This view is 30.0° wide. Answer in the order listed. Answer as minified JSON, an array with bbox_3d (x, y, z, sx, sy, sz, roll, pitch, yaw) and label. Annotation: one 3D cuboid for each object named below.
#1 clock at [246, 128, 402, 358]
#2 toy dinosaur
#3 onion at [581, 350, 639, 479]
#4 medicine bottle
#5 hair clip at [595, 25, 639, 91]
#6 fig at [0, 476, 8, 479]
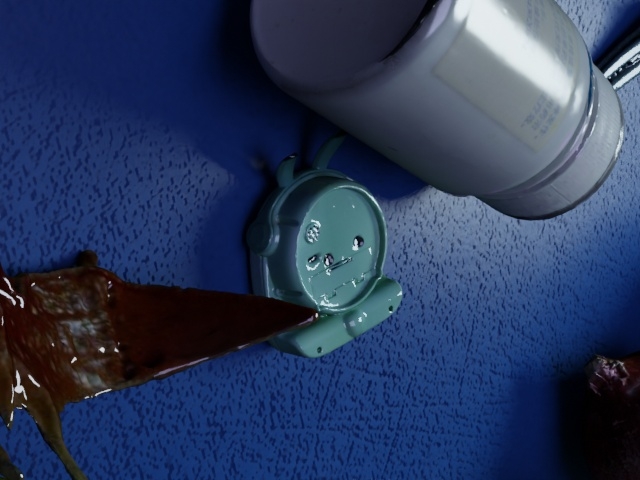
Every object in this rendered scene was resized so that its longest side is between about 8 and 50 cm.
[{"bbox_3d":[0.000,0.000,0.755,0.101,0.041,0.135,-28,116,-37],"label":"clock"},{"bbox_3d":[-0.126,0.014,0.536,0.113,0.206,0.327,-37,125,17],"label":"toy dinosaur"},{"bbox_3d":[0.281,0.153,0.982,0.195,0.159,0.159,46,65,-18],"label":"onion"},{"bbox_3d":[0.085,-0.106,0.740,0.258,0.143,0.143,27,78,-49],"label":"medicine bottle"},{"bbox_3d":[0.248,-0.134,0.967,0.229,0.070,0.039,-40,126,-23],"label":"hair clip"},{"bbox_3d":[-0.178,0.234,0.455,0.343,0.343,0.343,-9,104,-42],"label":"fig"}]
